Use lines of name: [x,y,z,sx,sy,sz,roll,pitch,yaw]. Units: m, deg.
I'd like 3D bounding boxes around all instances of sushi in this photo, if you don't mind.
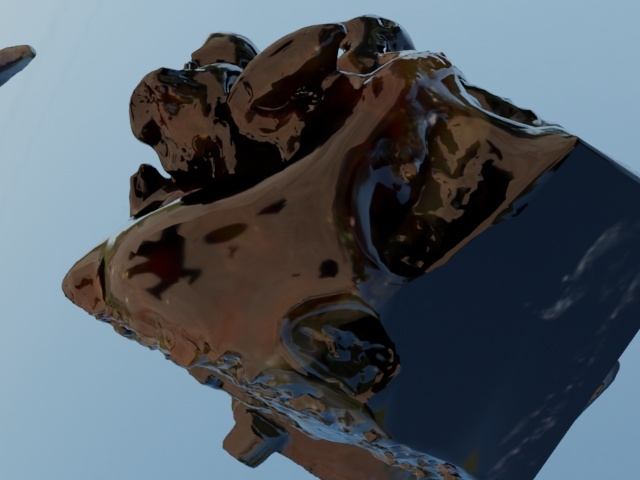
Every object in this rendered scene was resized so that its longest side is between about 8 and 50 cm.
sushi: [0.000,0.001,0.665,0.215,0.212,0.227,-58,-144,10]

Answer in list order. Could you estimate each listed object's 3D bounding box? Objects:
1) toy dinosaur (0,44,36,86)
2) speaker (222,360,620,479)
toy dinosaur: [-0.241,-0.011,0.584,0.247,0.188,0.075,-51,-127,14]
speaker: [0.067,0.096,1.162,0.254,0.232,0.184,-48,-162,15]
